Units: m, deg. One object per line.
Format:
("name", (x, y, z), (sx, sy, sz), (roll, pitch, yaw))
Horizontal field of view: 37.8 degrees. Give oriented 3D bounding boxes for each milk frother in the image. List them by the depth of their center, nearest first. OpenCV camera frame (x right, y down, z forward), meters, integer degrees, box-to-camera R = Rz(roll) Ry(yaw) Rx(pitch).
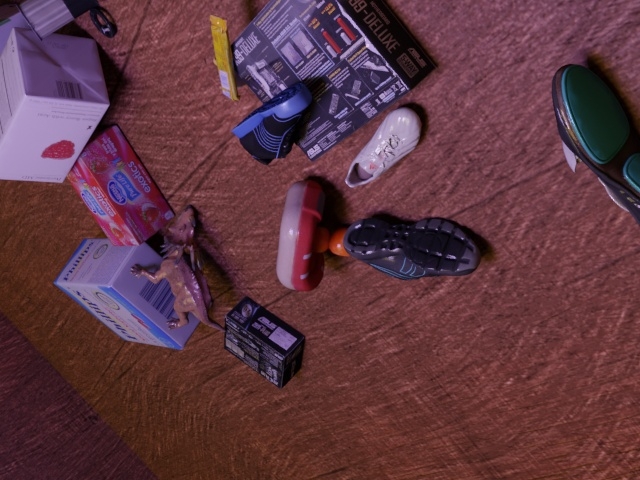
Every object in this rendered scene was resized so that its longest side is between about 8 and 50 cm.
("milk frother", (-0.488, -0.429, 1.808), (0.143, 0.135, 0.129), (58, 176, -14))

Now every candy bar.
("candy bar", (-0.159, -0.300, 1.558), (0.040, 0.018, 0.161), (29, 145, 31))

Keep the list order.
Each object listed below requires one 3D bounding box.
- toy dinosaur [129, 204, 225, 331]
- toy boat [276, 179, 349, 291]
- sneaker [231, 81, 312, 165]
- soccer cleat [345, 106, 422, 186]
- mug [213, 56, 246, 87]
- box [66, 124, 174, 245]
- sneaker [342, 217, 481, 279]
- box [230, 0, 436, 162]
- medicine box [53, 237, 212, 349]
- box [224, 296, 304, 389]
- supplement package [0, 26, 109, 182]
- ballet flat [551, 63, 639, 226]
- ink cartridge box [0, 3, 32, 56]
("toy dinosaur", (-0.298, 0.090, 2.110), (0.200, 0.127, 0.295), (-27, 94, 49))
("toy boat", (0.000, 0.000, 1.767), (0.151, 0.151, 0.231), (9, 141, 1))
("sneaker", (-0.062, -0.186, 1.525), (0.090, 0.081, 0.232), (50, 155, -12))
("soccer cleat", (0.103, -0.146, 1.525), (0.068, 0.076, 0.196), (44, 147, 2))
("mug", (-0.146, -0.300, 1.641), (0.078, 0.064, 0.062), (10, 134, 42))
("box", (-0.468, -0.120, 2.131), (0.128, 0.122, 0.256), (-2, 125, 50))
("sneaker", (0.170, 0.020, 1.640), (0.267, 0.101, 0.106), (12, 156, 39))
("box", (0.002, -0.284, 1.484), (0.242, 0.076, 0.307), (50, 147, -6))
("medicine box", (-0.466, 0.129, 2.315), (0.289, 0.149, 0.263), (-1, 141, 48))
("box", (-0.134, 0.241, 2.199), (0.180, 0.077, 0.147), (32, 144, 19))
("supplement package", (-0.582, -0.271, 1.937), (0.293, 0.178, 0.175), (-44, 55, 45))
("ballet flat", (0.385, -0.109, 1.250), (0.280, 0.095, 0.096), (49, 159, -6))
("ink cartridge box", (-0.716, -0.440, 2.021), (0.219, 0.160, 0.092), (12, 132, 39))
